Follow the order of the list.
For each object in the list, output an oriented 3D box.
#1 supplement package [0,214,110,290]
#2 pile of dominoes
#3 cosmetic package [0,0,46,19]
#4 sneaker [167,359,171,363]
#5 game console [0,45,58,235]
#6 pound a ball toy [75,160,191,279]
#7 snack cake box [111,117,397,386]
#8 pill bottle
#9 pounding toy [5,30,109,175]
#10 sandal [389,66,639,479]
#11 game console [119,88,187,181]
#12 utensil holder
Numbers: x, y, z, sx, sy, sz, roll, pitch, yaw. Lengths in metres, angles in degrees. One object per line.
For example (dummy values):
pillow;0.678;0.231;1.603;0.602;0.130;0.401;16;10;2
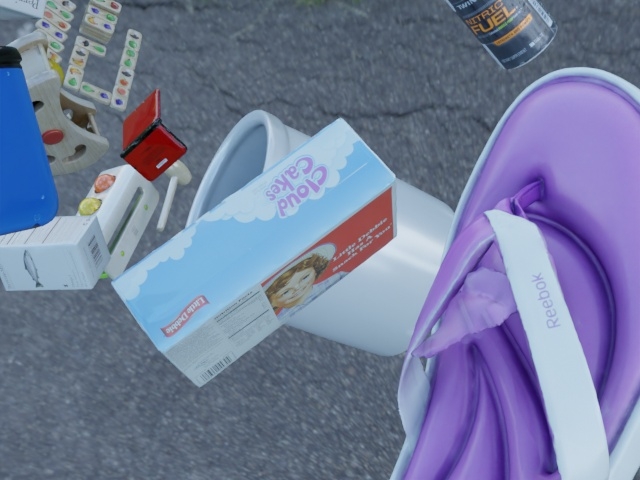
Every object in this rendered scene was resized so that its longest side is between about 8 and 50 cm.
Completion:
supplement package;-0.506;0.024;1.717;0.180;0.105;0.105;-2;34;13
pile of dominoes;-0.429;-0.368;1.691;0.196;0.040;0.251;21;44;-22
cosmetic package;-0.481;-0.518;1.305;0.155;0.197;0.365;13;94;45
sneaker;-0.306;0.217;1.898;0.167;0.065;0.076;31;70;-22
game console;-0.417;-0.099;0.799;0.173;0.293;0.250;-12;94;35
pound a ball toy;-0.441;-0.065;2.010;0.208;0.135;0.319;-12;41;30
snack cake box;-0.053;0.016;0.886;0.264;0.152;0.089;-37;69;-9
pill bottle;0.311;-0.441;1.666;0.130;0.246;0.130;-39;22;19
pounding toy;-0.355;-0.128;1.202;0.154;0.269;0.154;-16;65;-19
sandal;0.100;0.087;0.515;0.169;0.102;0.416;10;80;44
game console;-0.334;-0.209;1.836;0.144;0.124;0.085;-32;22;42
utensil holder;0.000;0.000;1.573;0.386;0.328;0.327;22;70;-23
